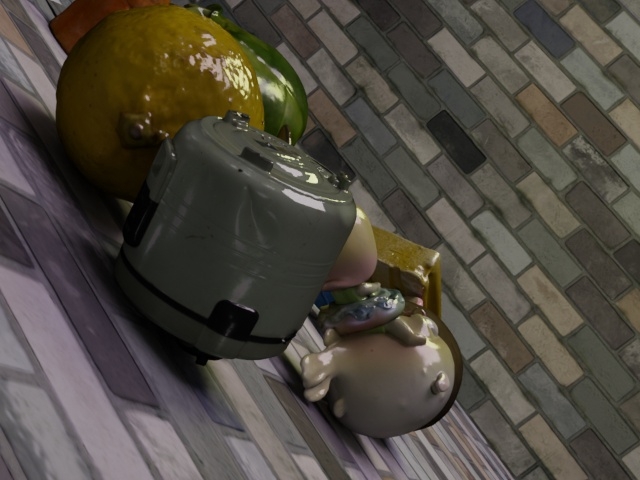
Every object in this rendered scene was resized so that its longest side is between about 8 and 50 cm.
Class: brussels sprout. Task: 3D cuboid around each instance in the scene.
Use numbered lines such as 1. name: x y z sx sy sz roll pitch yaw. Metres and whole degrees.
1. brussels sprout: -0.185 -0.239 1.836 0.315 0.276 0.371 30 20 -31

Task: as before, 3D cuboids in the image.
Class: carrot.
1. carrot: -0.333 -0.382 1.790 0.159 0.225 0.159 47 2 -2

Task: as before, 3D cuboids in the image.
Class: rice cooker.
1. rice cooker: -0.096 0.002 1.115 0.226 0.244 0.226 23 18 -8

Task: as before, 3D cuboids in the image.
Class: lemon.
1. lemon: -0.192 -0.160 1.266 0.253 0.253 0.310 51 6 -10

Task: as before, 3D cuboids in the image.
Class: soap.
1. soap: 0.147 0.126 2.108 0.199 0.091 0.315 22 -40 28

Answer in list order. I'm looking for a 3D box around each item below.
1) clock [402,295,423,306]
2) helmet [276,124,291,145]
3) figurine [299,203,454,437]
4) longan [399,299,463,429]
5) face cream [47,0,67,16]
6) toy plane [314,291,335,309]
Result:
1. clock: 0.149 0.216 2.007 0.195 0.194 0.100 57 28 -21
2. helmet: -0.116 -0.048 1.608 0.205 0.140 0.257 154 -66 -80
3. figurine: 0.046 0.111 1.543 0.274 0.226 0.394 -29 106 -49
4. longan: 0.136 0.215 1.810 0.246 0.215 0.246 163 -90 -83
5. face cream: -0.410 -0.373 1.959 0.224 0.070 0.114 31 19 -51
6. toy plane: -0.036 0.043 2.048 0.271 0.105 0.254 51 4 2
